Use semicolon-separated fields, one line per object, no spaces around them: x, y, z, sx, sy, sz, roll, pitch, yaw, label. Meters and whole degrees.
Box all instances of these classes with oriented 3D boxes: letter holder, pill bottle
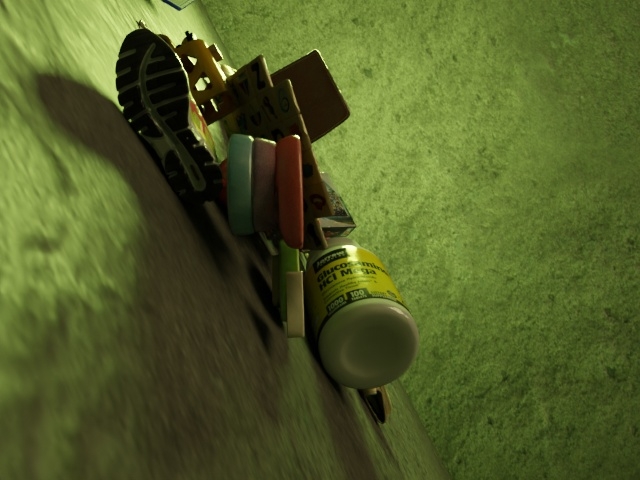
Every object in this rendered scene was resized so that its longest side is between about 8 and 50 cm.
-0.084;-0.323;1.558;0.214;0.301;0.152;63;3;8;letter holder
0.063;0.126;1.179;0.188;0.188;0.334;60;3;-27;pill bottle

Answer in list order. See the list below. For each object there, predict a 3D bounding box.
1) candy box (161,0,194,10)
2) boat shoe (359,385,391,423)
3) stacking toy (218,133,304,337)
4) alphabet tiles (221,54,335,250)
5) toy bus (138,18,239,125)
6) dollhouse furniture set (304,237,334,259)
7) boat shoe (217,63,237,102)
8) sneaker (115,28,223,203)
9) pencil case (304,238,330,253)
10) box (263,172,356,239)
-0.378;-0.673;1.258;0.268;0.122;0.317;61;10;-8;candy box
0.117;0.338;1.354;0.190;0.068;0.072;62;15;-9;boat shoe
-0.095;-0.010;0.833;0.309;0.130;0.280;-155;-116;-86;stacking toy
-0.086;-0.142;1.049;0.285;0.011;0.343;-4;-73;59;alphabet tiles
-0.225;-0.309;1.042;0.202;0.104;0.191;60;4;-35;toy bus
0.000;0.000;1.692;0.129;0.129;0.184;64;3;35;dollhouse furniture set
-0.236;-0.439;1.746;0.110;0.121;0.341;63;5;5;boat shoe
-0.181;-0.148;0.703;0.094;0.081;0.209;-110;-177;-66;sneaker
-0.038;-0.030;1.473;0.124;0.124;0.284;62;4;7;pencil case
-0.045;-0.080;1.283;0.233;0.044;0.159;-2;57;-43;box
